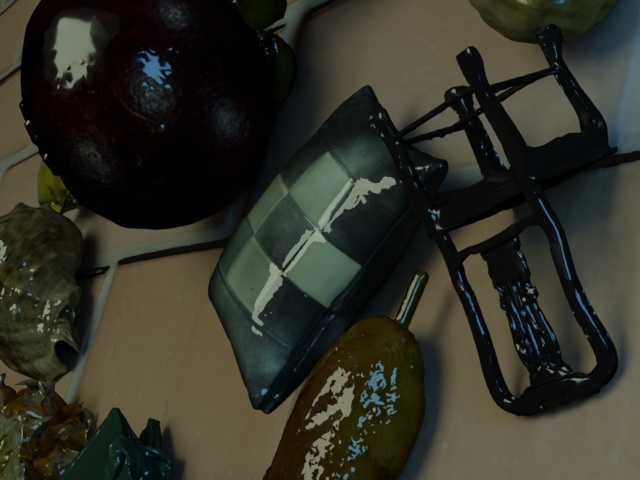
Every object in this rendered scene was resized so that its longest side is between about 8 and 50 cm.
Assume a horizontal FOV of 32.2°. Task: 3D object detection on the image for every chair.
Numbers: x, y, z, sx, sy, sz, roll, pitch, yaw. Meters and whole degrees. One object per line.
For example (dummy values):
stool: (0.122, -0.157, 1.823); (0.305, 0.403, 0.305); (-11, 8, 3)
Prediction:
chair: (0.137, -0.013, 0.733); (0.106, 0.113, 0.229); (-30, 81, 48)

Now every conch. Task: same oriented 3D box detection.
conch: (-0.418, 0.066, 1.528); (0.210, 0.159, 0.291); (-54, 32, 19)

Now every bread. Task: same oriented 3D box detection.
bread: (0.000, 0.177, 0.803); (0.124, 0.084, 0.344); (14, 81, 61)

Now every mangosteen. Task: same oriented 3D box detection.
mangosteen: (-0.164, -0.154, 1.159); (0.297, 0.293, 0.297); (176, 90, -79)

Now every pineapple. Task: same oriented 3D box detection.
pineapple: (-0.353, 0.270, 1.310); (0.186, 0.114, 0.236); (-51, 34, 24)

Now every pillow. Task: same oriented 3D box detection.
pillow: (0.000, 0.000, 0.918); (0.250, 0.106, 0.186); (-53, 31, 14)

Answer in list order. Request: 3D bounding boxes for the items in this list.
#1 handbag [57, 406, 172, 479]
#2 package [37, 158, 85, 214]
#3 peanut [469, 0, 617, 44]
handbag: (-0.204, 0.334, 1.031); (0.238, 0.089, 0.326); (-55, 30, 16)
package: (-0.355, -0.137, 1.653); (0.168, 0.090, 0.226); (-14, 59, 52)
peanut: (0.190, -0.252, 0.784); (0.233, 0.110, 0.196); (-47, 41, 31)
